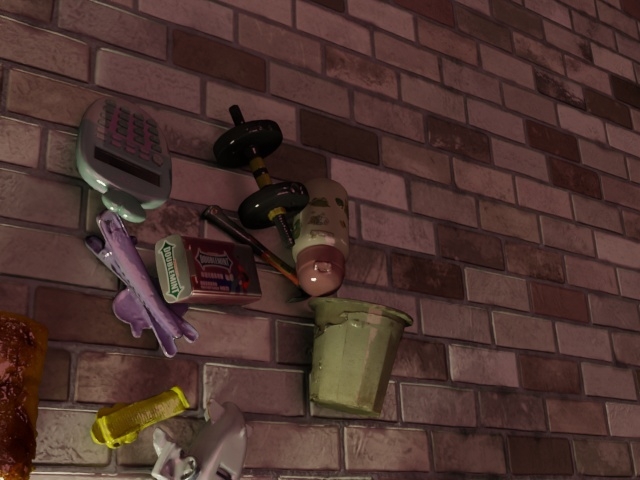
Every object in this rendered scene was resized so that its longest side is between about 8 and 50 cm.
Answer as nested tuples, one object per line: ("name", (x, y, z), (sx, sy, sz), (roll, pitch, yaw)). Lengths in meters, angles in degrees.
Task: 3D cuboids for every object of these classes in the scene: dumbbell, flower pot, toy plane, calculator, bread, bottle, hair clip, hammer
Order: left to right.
("bread", (-0.486, 0.242, 1.246), (0.139, 0.077, 0.271), (19, 58, -34))
("calculator", (-0.352, -0.148, 1.479), (0.185, 0.041, 0.299), (24, 40, -33))
("hair clip", (-0.308, 0.293, 1.378), (0.173, 0.046, 0.072), (-21, 76, -42))
("hair clip", (-0.314, 0.071, 1.446), (0.137, 0.090, 0.278), (-33, 97, -36))
("toy plane", (-0.193, 0.386, 1.389), (0.245, 0.117, 0.244), (10, 77, -51))
("dumbbell", (-0.117, -0.130, 1.615), (0.143, 0.143, 0.325), (-7, 66, -39))
("hammer", (-0.116, 0.022, 1.645), (0.288, 0.033, 0.111), (39, 52, -18))
("bottle", (0.000, 0.000, 1.649), (0.120, 0.120, 0.253), (27, 43, -26))
("flower pot", (0.057, 0.229, 1.601), (0.212, 0.212, 0.202), (24, 71, -28))

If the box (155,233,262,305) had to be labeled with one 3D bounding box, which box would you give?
("box", (-0.198, 0.057, 1.493), (0.224, 0.069, 0.120), (8, 66, -61))
